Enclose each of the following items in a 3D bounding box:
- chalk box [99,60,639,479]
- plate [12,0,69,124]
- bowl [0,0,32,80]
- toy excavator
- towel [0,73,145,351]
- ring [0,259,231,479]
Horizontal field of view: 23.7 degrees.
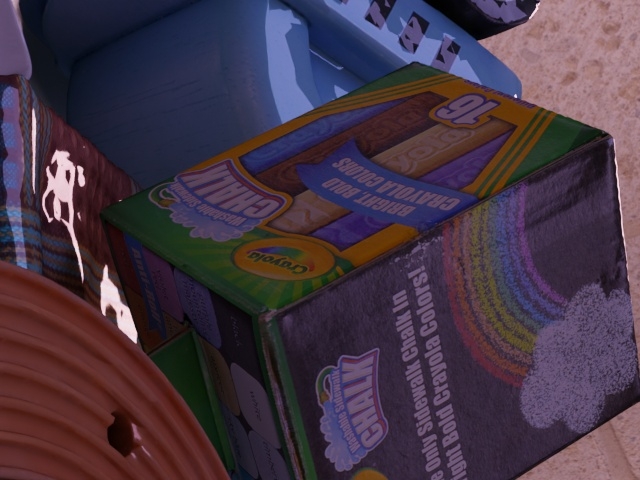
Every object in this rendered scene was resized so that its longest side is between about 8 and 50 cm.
[{"bbox_3d":[0.004,0.037,0.614,0.132,0.213,0.132,31,-40,52],"label":"chalk box"},{"bbox_3d":[-0.167,-0.084,0.867,0.188,0.024,0.188,-17,90,-86],"label":"plate"},{"bbox_3d":[-0.181,-0.125,0.658,0.142,0.053,0.142,-70,142,-82],"label":"bowl"},{"bbox_3d":[0.000,0.000,0.881,0.433,0.222,0.445,31,58,-38],"label":"toy excavator"},{"bbox_3d":[-0.076,0.140,0.636,0.271,0.040,0.370,54,27,-77],"label":"towel"},{"bbox_3d":[-0.079,0.168,0.363,0.336,0.032,0.337,-11,90,-68],"label":"ring"}]
